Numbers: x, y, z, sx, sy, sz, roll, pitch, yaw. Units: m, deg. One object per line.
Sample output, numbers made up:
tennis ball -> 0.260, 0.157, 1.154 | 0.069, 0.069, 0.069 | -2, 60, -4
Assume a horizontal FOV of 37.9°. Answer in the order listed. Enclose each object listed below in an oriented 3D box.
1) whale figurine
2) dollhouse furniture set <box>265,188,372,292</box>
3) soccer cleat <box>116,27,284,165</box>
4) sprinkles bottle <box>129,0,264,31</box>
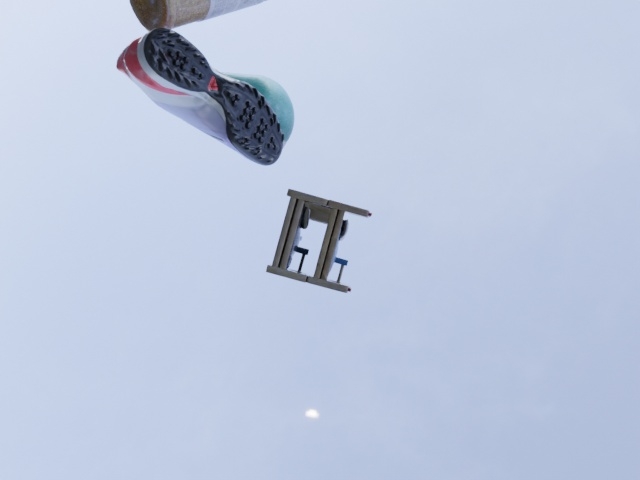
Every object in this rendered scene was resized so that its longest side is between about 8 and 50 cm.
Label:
whale figurine -> -0.172, -0.269, 1.756 | 0.141, 0.272, 0.216 | -60, -171, 7
dollhouse furniture set -> 0.000, 0.000, 1.454 | 0.184, 0.129, 0.129 | -26, 132, -89
soccer cleat -> -0.192, -0.229, 1.544 | 0.116, 0.318, 0.109 | -7, -124, 47
sprinkles bottle -> -0.156, -0.456, 1.615 | 0.121, 0.355, 0.121 | 29, -47, 37
